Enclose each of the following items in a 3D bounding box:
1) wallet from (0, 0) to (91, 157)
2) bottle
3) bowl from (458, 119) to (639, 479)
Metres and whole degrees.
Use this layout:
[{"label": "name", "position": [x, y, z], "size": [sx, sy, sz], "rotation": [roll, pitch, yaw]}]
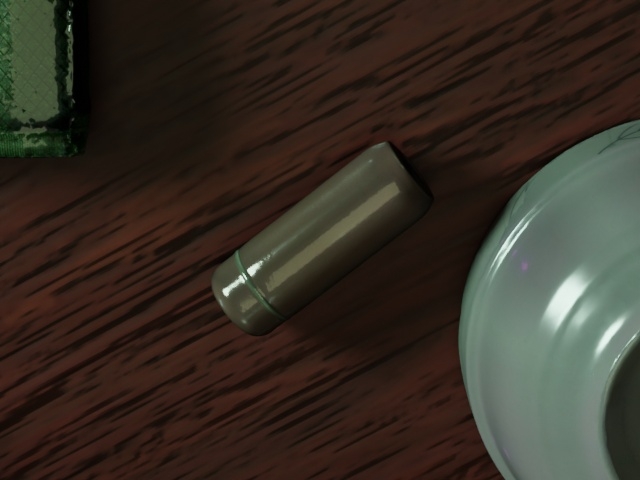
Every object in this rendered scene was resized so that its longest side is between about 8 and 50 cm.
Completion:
[{"label": "wallet", "position": [-0.210, -0.165, 0.900], "size": [0.160, 0.055, 0.236], "rotation": [1, 100, 3]}, {"label": "bottle", "position": [0.000, 0.000, 0.945], "size": [0.140, 0.053, 0.053], "rotation": [-38, 103, 10]}, {"label": "bowl", "position": [0.227, 0.078, 0.920], "size": [0.286, 0.144, 0.287], "rotation": [0, 106, 1]}]
